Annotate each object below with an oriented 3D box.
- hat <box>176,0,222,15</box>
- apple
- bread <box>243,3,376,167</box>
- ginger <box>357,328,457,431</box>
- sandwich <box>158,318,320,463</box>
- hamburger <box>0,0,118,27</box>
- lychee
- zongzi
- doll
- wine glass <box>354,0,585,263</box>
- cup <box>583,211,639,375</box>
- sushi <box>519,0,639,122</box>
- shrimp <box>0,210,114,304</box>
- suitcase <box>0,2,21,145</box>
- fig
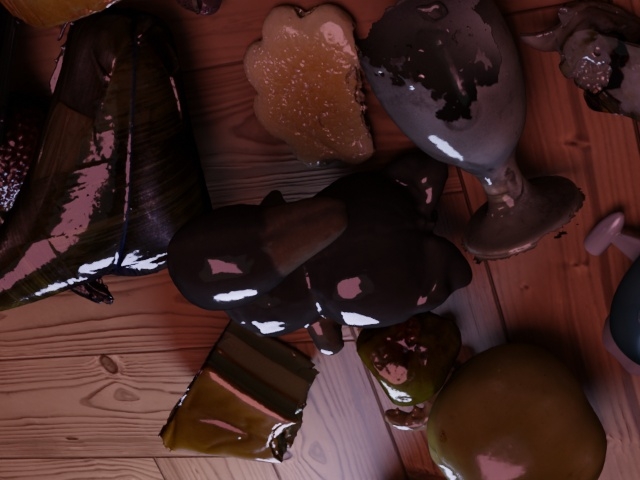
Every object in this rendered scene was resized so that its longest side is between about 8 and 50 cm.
[{"bbox_3d":[-0.164,-0.341,1.582,0.087,0.042,0.058,45,134,32],"label":"hat"},{"bbox_3d":[0.289,0.289,1.707,0.262,0.262,0.262,11,127,15],"label":"apple"},{"bbox_3d":[-0.019,-0.206,1.615,0.182,0.039,0.251,2,125,20],"label":"bread"},{"bbox_3d":[0.146,0.180,1.819,0.149,0.065,0.258,-11,111,15],"label":"ginger"},{"bbox_3d":[-0.129,0.280,1.936,0.198,0.155,0.227,32,130,-2],"label":"sandwich"},{"bbox_3d":[-0.291,-0.415,1.421,0.445,0.287,0.268,-12,117,26],"label":"hamburger"},{"bbox_3d":[-0.475,-0.137,1.767,0.194,0.194,0.194,11,127,15],"label":"lychee"},{"bbox_3d":[-0.374,-0.102,1.619,0.208,0.432,0.403,41,145,53],"label":"zongzi"},{"bbox_3d":[0.012,0.033,1.573,0.382,0.378,0.252,-21,92,14],"label":"doll"},{"bbox_3d":[0.189,-0.155,1.477,0.190,0.190,0.357,-14,122,30],"label":"wine glass"},{"bbox_3d":[0.467,0.096,1.564,0.299,0.167,0.173,49,143,18],"label":"cup"},{"bbox_3d":[0.383,-0.215,1.418,0.273,0.109,0.134,27,135,21],"label":"sushi"},{"bbox_3d":[-0.482,-0.002,1.842,0.365,0.233,0.071,39,98,-6],"label":"shrimp"},{"bbox_3d":[-0.542,-0.250,1.647,0.202,0.128,0.312,5,84,19],"label":"suitcase"},{"bbox_3d":[0.126,0.172,1.717,0.144,0.154,0.165,33,132,41],"label":"fig"}]
